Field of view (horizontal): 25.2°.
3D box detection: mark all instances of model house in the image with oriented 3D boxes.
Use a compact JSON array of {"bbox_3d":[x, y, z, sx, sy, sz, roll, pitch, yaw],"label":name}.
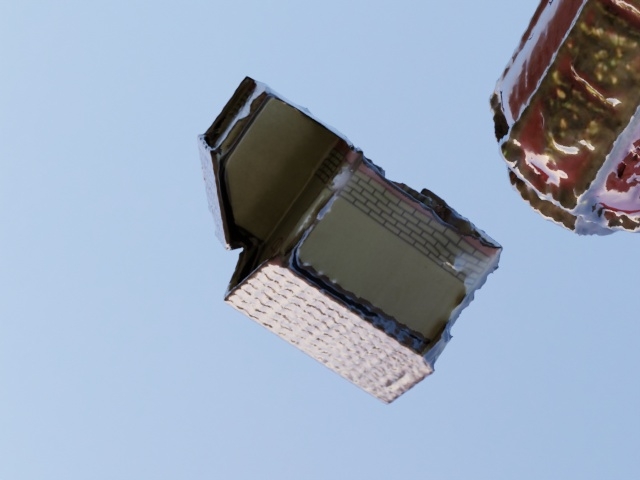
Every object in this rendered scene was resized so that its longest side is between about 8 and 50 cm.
[{"bbox_3d":[0.000,0.000,0.408,0.058,0.083,0.057,-56,-163,6],"label":"model house"}]

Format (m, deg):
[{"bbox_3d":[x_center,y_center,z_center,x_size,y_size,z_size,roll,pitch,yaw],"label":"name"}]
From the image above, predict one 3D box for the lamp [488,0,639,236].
[{"bbox_3d":[0.224,-0.131,0.937,0.274,0.177,0.177,-61,-139,30],"label":"lamp"}]
